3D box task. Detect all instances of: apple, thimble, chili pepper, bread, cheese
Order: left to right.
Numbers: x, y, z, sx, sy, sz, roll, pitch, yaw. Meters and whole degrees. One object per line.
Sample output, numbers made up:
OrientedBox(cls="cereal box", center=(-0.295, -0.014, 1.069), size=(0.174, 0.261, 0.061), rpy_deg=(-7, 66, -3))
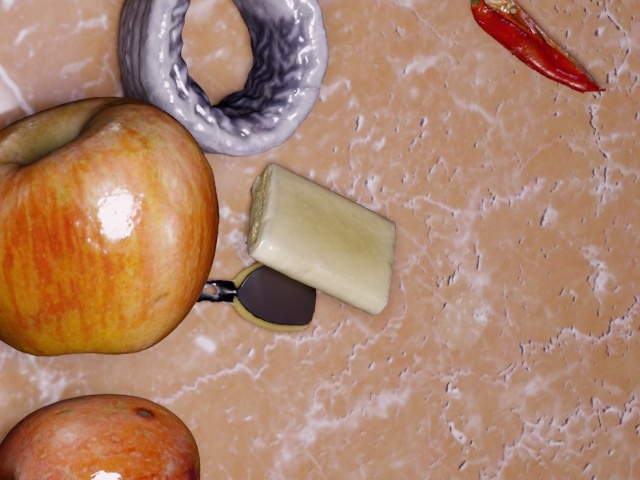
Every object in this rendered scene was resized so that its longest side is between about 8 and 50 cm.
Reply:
OrientedBox(cls="apple", center=(-0.238, 0.001, 1.787), size=(0.301, 0.301, 0.302), rpy_deg=(-1, 94, -22))
OrientedBox(cls="apple", center=(-0.228, 0.273, 1.830), size=(0.253, 0.253, 0.254), rpy_deg=(-1, 94, -22))
OrientedBox(cls="thimble", center=(-0.114, -0.217, 1.900), size=(0.217, 0.157, 0.246), rpy_deg=(-11, 98, -24))
OrientedBox(cls="cheese", center=(-0.084, 0.062, 1.992), size=(0.162, 0.036, 0.086), rpy_deg=(3, 93, -23))
OrientedBox(cls="bread", center=(0.000, 0.000, 1.986), size=(0.178, 0.060, 0.139), rpy_deg=(27, 47, -21))
OrientedBox(cls="chili pepper", center=(0.246, -0.252, 2.104), size=(0.268, 0.059, 0.050), rpy_deg=(37, 118, -23))
